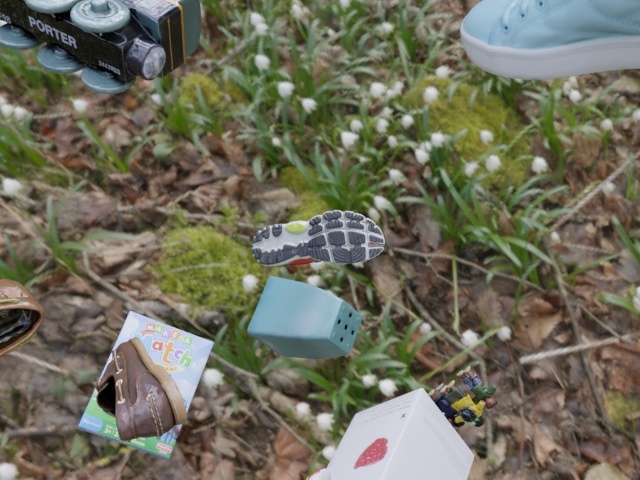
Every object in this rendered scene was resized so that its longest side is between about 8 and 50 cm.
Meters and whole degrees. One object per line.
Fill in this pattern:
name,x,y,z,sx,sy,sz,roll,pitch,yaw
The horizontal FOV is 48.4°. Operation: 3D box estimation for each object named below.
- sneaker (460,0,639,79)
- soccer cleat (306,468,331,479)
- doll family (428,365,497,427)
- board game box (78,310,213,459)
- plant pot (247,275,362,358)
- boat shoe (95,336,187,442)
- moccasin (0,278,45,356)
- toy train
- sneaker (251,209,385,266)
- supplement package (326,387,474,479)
sneaker,0.266,-0.243,0.649,0.135,0.150,0.366,-46,33,-24
soccer cleat,-0.007,0.275,0.766,0.036,0.029,0.083,-23,5,38
doll family,0.270,0.344,1.422,0.193,0.111,0.076,-43,-5,36
board game box,-0.297,0.248,1.228,0.039,0.160,0.211,126,164,-62
plant pot,-0.026,0.208,1.810,0.234,0.166,0.165,4,64,38
boat shoe,-0.206,0.157,0.767,0.073,0.073,0.207,-21,12,-22
moccasin,-0.610,0.187,1.087,0.380,0.139,0.147,-22,24,-33
toy train,-0.334,-0.332,1.030,0.334,0.142,0.190,27,49,19
sneaker,0.000,0.000,1.455,0.279,0.118,0.107,-2,84,18
supplement package,0.122,0.434,1.247,0.177,0.175,0.293,-31,10,34
